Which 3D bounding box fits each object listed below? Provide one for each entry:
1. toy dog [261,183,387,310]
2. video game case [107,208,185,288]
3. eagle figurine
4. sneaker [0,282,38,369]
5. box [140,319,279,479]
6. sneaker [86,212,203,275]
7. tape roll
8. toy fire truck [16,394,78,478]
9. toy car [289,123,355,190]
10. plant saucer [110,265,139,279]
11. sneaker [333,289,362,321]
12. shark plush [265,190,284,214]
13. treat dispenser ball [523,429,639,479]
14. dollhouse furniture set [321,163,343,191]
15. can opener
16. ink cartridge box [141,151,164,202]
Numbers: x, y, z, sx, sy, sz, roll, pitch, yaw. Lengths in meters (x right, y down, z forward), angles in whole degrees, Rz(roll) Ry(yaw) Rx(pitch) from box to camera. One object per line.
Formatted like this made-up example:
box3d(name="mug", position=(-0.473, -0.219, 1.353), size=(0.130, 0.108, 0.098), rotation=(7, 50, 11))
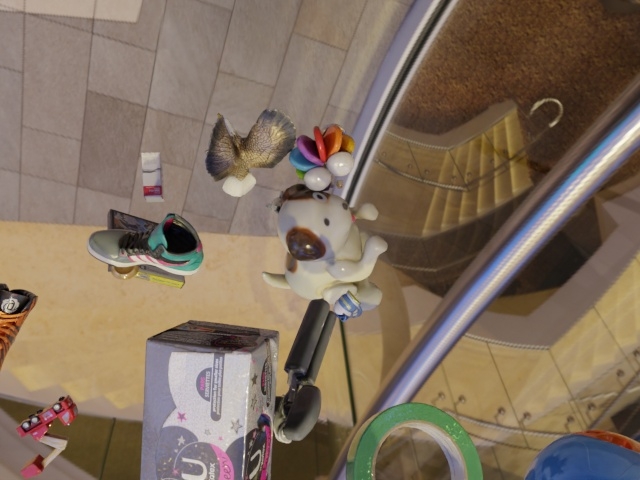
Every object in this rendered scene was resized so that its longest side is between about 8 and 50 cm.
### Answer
box3d(name="toy dog", position=(0.000, 0.000, 1.605), size=(0.394, 0.285, 0.408), rotation=(-2, 150, 9))
box3d(name="video game case", position=(-0.585, 0.026, 1.825), size=(0.248, 0.275, 0.035), rotation=(19, 124, -35))
box3d(name="eagle figurine", position=(-0.220, -0.250, 1.484), size=(0.225, 0.298, 0.227), rotation=(30, 83, -24))
box3d(name="sneaker", position=(-0.727, 0.200, 1.198), size=(0.124, 0.321, 0.180), rotation=(27, 105, -25))
box3d(name="box", position=(-0.158, 0.259, 0.805), size=(0.163, 0.142, 0.248), rotation=(5, 95, 13))
box3d(name="sneaker", position=(-0.434, 0.002, 1.385), size=(0.295, 0.124, 0.178), rotation=(10, 148, -20))
box3d(name="tape roll", position=(0.222, 0.552, 1.288), size=(0.320, 0.322, 0.077), rotation=(7, 155, -11))
box3d(name="toy fire truck", position=(-0.682, 0.491, 1.369), size=(0.192, 0.047, 0.135), rotation=(-30, 100, -3))
box3d(name="toy car", position=(-0.005, -0.236, 1.447), size=(0.181, 0.159, 0.136), rotation=(-31, 142, 21))
box3d(name="plant saucer", position=(-0.589, 0.078, 1.639), size=(0.083, 0.084, 0.015), rotation=(3, 152, -8))
box3d(name="sneaker", position=(0.059, 0.156, 1.254), size=(0.059, 0.053, 0.144), rotation=(-41, 160, -6))
box3d(name="shark plush", position=(-0.113, -0.100, 1.671), size=(0.073, 0.161, 0.067), rotation=(-44, 106, -3))
box3d(name="treat dispenser ball", position=(0.514, 0.494, 0.984), size=(0.287, 0.288, 0.288), rotation=(-3, 129, -3))
box3d(name="dollhouse furniture set", position=(0.028, -0.220, 1.670), size=(0.090, 0.081, 0.114), rotation=(-9, 147, -19))
box3d(name="can opener", position=(-0.019, 0.235, 0.994), size=(0.093, 0.281, 0.074), rotation=(-4, 136, 25))
box3d(name="ink cartridge box", position=(-0.510, -0.192, 1.662), size=(0.056, 0.136, 0.099), rotation=(-4, 174, -12))
